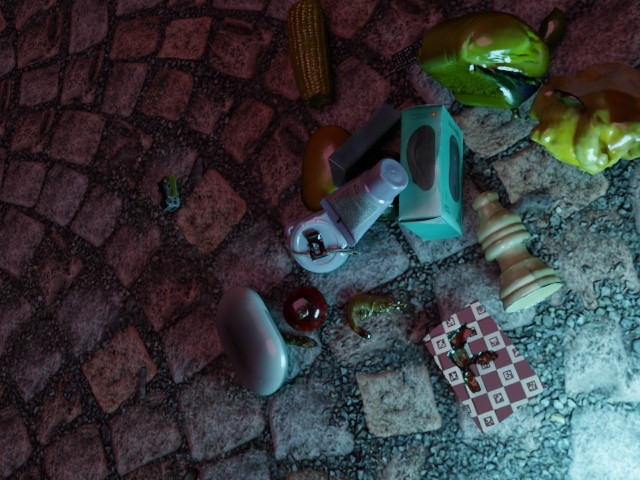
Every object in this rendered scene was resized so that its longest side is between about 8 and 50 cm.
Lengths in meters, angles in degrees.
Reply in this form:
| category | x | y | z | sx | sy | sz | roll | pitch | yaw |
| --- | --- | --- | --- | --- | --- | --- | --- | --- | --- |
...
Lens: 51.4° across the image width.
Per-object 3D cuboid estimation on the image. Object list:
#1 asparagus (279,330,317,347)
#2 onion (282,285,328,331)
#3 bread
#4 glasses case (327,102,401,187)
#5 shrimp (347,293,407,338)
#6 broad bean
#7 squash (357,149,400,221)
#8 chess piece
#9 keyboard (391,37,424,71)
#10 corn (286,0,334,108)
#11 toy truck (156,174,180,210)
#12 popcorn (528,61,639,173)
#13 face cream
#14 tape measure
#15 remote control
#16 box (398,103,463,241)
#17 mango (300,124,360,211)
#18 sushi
| category | x | y | z | sx | sy | sz | roll | pitch | yaw |
| --- | --- | --- | --- | --- | --- | --- | --- | --- | --- |
| asparagus | -0.078 | 0.283 | 1.899 | 0.165 | 0.030 | 0.036 | 6 | 61 | 28 |
| onion | -0.043 | 0.194 | 1.854 | 0.131 | 0.131 | 0.131 | -7 | 74 | 25 |
| bread | 0.409 | -0.462 | 1.667 | 0.251 | 0.376 | 0.208 | 35 | 98 | -16 |
| glasses case | 0.129 | -0.257 | 1.820 | 0.056 | 0.105 | 0.266 | 24 | 57 | 34 |
| shrimp | 0.148 | 0.208 | 1.806 | 0.178 | 0.034 | 0.124 | 3 | 81 | 28 |
| broad bean | 0.570 | -0.467 | 1.759 | 0.098 | 0.056 | 0.318 | 18 | 91 | 22 |
| squash | 0.172 | -0.147 | 1.799 | 0.156 | 0.193 | 0.193 | 30 | 92 | 7 |
| chess piece | 0.462 | 0.014 | 1.664 | 0.139 | 0.124 | 0.307 | -51 | 52 | 44 |
| keyboard | 0.305 | -0.563 | 1.933 | 0.204 | 0.013 | 0.061 | -25 | 67 | 19 |
| corn | -0.030 | -0.574 | 2.038 | 0.131 | 0.131 | 0.345 | -16 | 72 | 22 |
| toy truck | -0.500 | -0.159 | 2.199 | 0.052 | 0.062 | 0.123 | -28 | 65 | 41 |
| popcorn | 0.653 | -0.275 | 1.564 | 0.315 | 0.281 | 0.297 | 9 | 50 | 14 |
| face cream | 0.109 | -0.102 | 1.699 | 0.154 | 0.096 | 0.274 | 54 | 137 | 3 |
| tape measure | 0.004 | 0.002 | 1.858 | 0.196 | 0.105 | 0.178 | -27 | 96 | 14 |
| remote control | -0.200 | 0.283 | 1.900 | 0.221 | 0.103 | 0.332 | -52 | 57 | 37 |
| box | 0.293 | -0.173 | 1.734 | 0.118 | 0.205 | 0.311 | -4 | 75 | 28 |
| mango | 0.032 | -0.205 | 1.910 | 0.175 | 0.139 | 0.255 | 4 | 88 | 32 |
| sushi | 0.399 | 0.308 | 1.651 | 0.192 | 0.043 | 0.279 | -40 | 63 | 12 |
